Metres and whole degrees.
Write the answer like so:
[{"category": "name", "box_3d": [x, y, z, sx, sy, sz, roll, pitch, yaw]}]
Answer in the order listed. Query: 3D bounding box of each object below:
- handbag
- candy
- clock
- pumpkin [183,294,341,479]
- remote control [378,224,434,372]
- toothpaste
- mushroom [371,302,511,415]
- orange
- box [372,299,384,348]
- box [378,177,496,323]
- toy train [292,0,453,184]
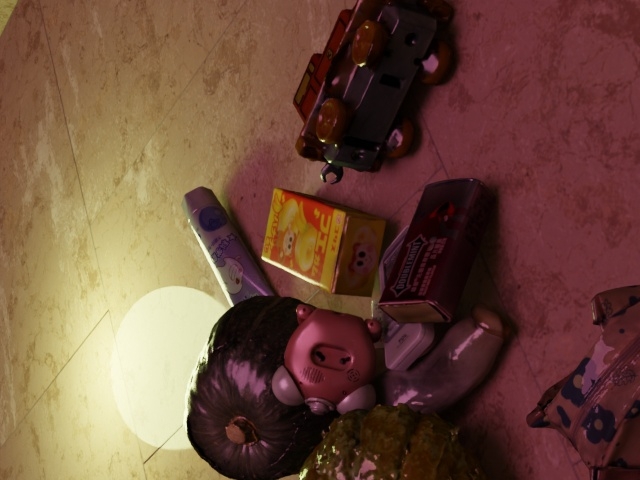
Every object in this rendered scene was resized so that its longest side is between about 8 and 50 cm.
[{"category": "handbag", "box_3d": [0.387, 0.179, 1.310, 0.190, 0.193, 0.251, 44, 121, 42]}, {"category": "candy", "box_3d": [0.000, 0.000, 1.911, 0.276, 0.088, 0.146, 20, 100, 60]}, {"category": "clock", "box_3d": [0.014, 0.192, 1.694, 0.093, 0.166, 0.162, 80, -158, -73]}, {"category": "pumpkin", "box_3d": [-0.087, 0.269, 1.881, 0.291, 0.257, 0.327, 21, 117, 16]}, {"category": "remote control", "box_3d": [0.135, 0.090, 1.718, 0.103, 0.034, 0.250, -52, 25, 37]}, {"category": "toothpaste", "box_3d": [-0.177, 0.046, 2.195, 0.125, 0.080, 0.371, -52, 55, 32]}, {"category": "mushroom", "box_3d": [0.170, 0.219, 1.683, 0.351, 0.097, 0.109, -43, 49, 37]}, {"category": "orange", "box_3d": [0.105, 0.377, 1.606, 0.300, 0.223, 0.301, 4, 112, 14]}, {"category": "box", "box_3d": [0.111, 0.141, 1.823, 0.054, 0.024, 0.083, -10, 78, 51]}, {"category": "box", "box_3d": [0.177, 0.017, 1.629, 0.120, 0.069, 0.224, -4, 53, 47]}, {"category": "toy train", "box_3d": [0.071, -0.269, 1.820, 0.369, 0.163, 0.231, -65, 33, 25]}]
